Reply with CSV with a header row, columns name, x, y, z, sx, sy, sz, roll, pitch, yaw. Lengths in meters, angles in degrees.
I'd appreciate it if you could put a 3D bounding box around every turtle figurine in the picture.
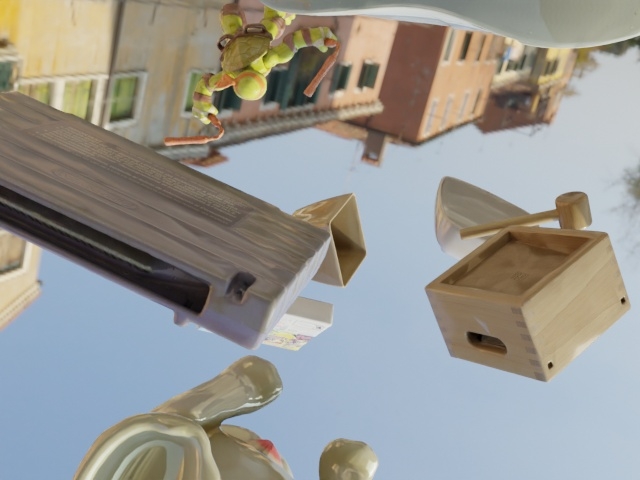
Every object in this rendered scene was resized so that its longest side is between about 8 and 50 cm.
name,x,y,z,sx,sy,sz,roll,pitch,yaw
turtle figurine,-0.102,-0.242,1.113,0.087,0.269,0.217,47,-153,-36

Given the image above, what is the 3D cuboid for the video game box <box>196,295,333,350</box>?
name,x,y,z,sx,sy,sz,roll,pitch,yaw
video game box,-0.103,0.139,1.539,0.205,0.187,0.048,15,-118,-17

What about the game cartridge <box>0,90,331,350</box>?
name,x,y,z,sx,sy,sz,roll,pitch,yaw
game cartridge,-0.176,-0.032,0.739,0.355,0.068,0.230,25,-167,6

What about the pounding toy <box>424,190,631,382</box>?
name,x,y,z,sx,sy,sz,roll,pitch,yaw
pounding toy,0.210,0.037,0.837,0.206,0.094,0.181,-33,-159,-27

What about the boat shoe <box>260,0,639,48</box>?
name,x,y,z,sx,sy,sz,roll,pitch,yaw
boat shoe,0.073,-0.150,0.438,0.227,0.079,0.081,9,-153,17

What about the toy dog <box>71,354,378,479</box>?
name,x,y,z,sx,sy,sz,roll,pitch,yaw
toy dog,-0.103,0.309,0.775,0.284,0.395,0.408,27,180,-5

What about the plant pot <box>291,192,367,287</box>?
name,x,y,z,sx,sy,sz,roll,pitch,yaw
plant pot,0.000,0.000,1.271,0.096,0.109,0.109,-2,-153,25

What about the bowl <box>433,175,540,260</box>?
name,x,y,z,sx,sy,sz,roll,pitch,yaw
bowl,0.197,-0.010,1.030,0.142,0.053,0.142,25,-152,-6
